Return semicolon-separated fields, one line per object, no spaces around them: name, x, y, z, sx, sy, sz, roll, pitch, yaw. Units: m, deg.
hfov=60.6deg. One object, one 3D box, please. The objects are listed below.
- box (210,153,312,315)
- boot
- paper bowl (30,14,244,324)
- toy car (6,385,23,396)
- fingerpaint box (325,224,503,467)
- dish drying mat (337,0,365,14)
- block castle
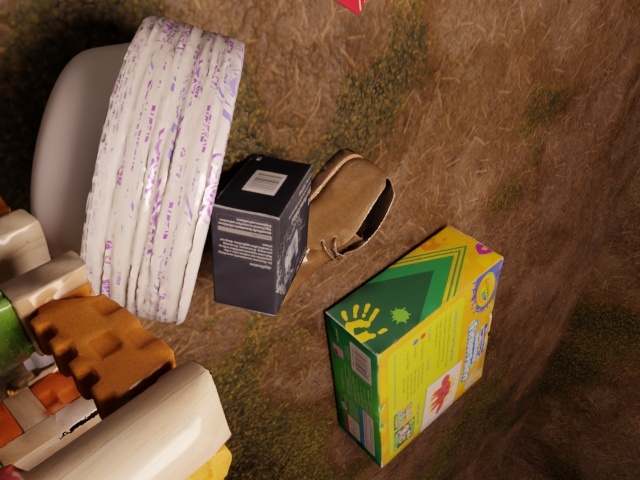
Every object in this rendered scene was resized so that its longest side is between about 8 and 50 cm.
box;-0.077;-0.011;0.749;0.156;0.093;0.158;-65;164;-54
boot;0.000;0.000;0.879;0.305;0.115;0.112;-54;144;2
paper bowl;-0.174;-0.069;0.531;0.148;0.284;0.284;11;114;-12
toy car;-0.358;0.213;0.732;0.060;0.041;0.122;-58;135;-35
fingerpaint box;0.212;0.245;1.250;0.371;0.163;0.444;-32;138;-25
dish drying mat;0.033;-0.338;0.741;0.083;0.008;0.032;8;113;-49
block castle;-0.272;0.148;0.434;0.213;0.453;0.303;-34;140;-35
